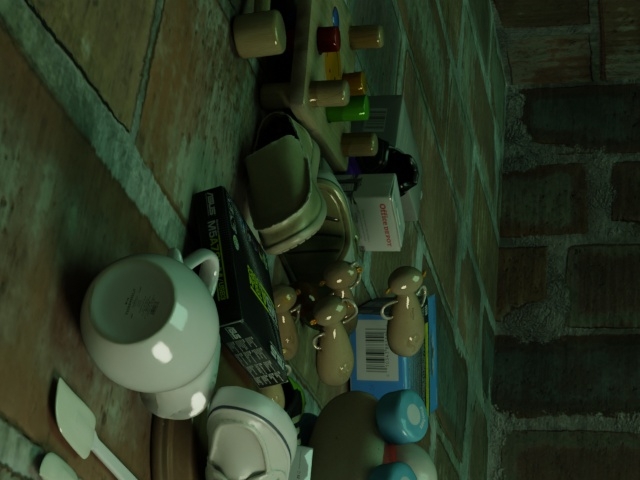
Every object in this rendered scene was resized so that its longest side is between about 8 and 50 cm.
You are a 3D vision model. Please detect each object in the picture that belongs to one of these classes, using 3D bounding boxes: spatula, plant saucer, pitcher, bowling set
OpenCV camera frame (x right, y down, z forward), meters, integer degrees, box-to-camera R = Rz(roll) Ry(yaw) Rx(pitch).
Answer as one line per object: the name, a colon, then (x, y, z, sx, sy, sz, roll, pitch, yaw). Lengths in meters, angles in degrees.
spatula: (-0.216, 0.257, 1.112, 0.242, 0.019, 0.168, 69, 20, -53)
plant saucer: (-0.126, 0.235, 1.390, 0.278, 0.041, 0.277, -1, 90, -73)
pitcher: (-0.149, 0.068, 1.155, 0.207, 0.126, 0.177, 71, 31, -67)
bowling set: (-0.015, 0.096, 1.625, 0.200, 0.287, 0.154, 46, -29, 41)

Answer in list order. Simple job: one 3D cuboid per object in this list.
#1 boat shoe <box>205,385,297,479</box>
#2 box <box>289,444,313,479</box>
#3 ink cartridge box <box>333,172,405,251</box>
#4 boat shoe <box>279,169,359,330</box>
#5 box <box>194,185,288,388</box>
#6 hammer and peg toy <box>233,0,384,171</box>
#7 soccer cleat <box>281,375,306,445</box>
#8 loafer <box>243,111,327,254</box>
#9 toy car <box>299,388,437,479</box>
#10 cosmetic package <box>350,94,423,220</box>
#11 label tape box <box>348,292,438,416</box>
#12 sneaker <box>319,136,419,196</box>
boat shoe: (-0.083, 0.260, 1.282, 0.267, 0.096, 0.088, 95, 10, -50)
box: (-0.062, 0.352, 1.458, 0.145, 0.038, 0.186, -32, -133, 58)
ink cartridge box: (0.049, -0.042, 1.823, 0.063, 0.151, 0.109, -73, 157, -47)
boat shoe: (0.000, 0.000, 1.745, 0.302, 0.113, 0.103, 88, 10, -46)
box: (-0.094, 0.059, 1.421, 0.190, 0.045, 0.184, 63, 12, -57)
hammer and peg toy: (-0.003, -0.282, 1.691, 0.361, 0.127, 0.265, 52, 40, -65)
soccer cleat: (-0.055, 0.266, 1.624, 0.072, 0.060, 0.178, 57, 28, -46)
loafer: (-0.056, -0.079, 1.554, 0.092, 0.102, 0.268, 53, 17, -28)
toy car: (0.089, 0.347, 1.671, 0.238, 0.219, 0.210, 38, 47, -35)
cosmetic package: (0.121, -0.148, 2.188, 0.238, 0.107, 0.127, 72, 22, -53)
label tape box: (0.140, 0.233, 2.217, 0.334, 0.106, 0.240, -16, 105, -75)
sneaker: (0.100, -0.095, 2.015, 0.293, 0.146, 0.102, 50, 42, -66)
